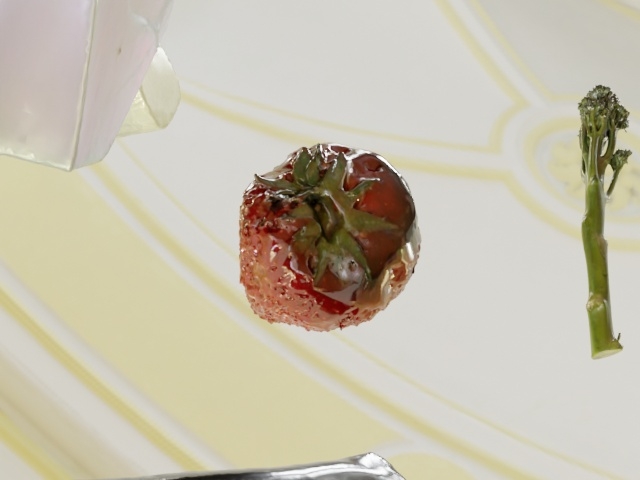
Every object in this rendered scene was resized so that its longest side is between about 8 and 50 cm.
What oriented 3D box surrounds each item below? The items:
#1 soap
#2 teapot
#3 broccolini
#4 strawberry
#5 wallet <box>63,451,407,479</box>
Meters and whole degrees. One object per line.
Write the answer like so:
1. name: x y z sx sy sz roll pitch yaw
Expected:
1. soap: -0.112 -0.215 0.475 0.115 0.347 0.208 15 -172 0
2. teapot: -0.235 -0.139 0.972 0.200 0.077 0.107 -8 -140 18
3. broccolini: 0.384 -0.029 1.372 0.073 0.079 0.392 -4 -114 17
4. strawberry: 0.001 0.001 0.537 0.106 0.106 0.106 6 -135 -6
5. wallet: -0.029 0.155 0.407 0.285 0.030 0.146 8 -135 -50
